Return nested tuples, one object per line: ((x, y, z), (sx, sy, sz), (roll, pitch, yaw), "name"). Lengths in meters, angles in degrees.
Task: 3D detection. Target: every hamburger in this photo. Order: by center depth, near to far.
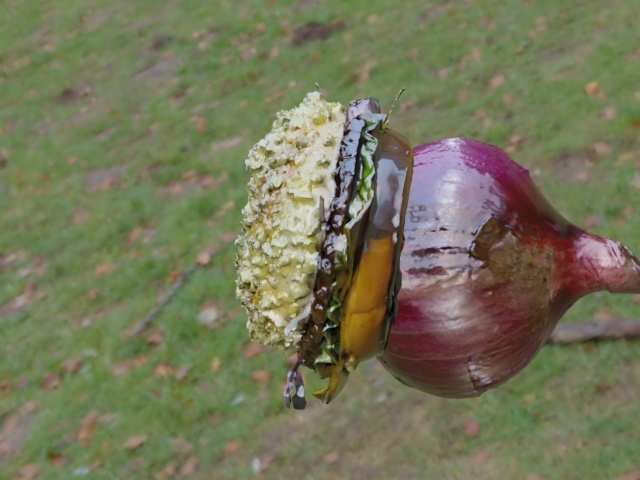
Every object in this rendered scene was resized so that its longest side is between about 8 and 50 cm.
((0.000, 0.000, 1.031), (0.138, 0.243, 0.262), (8, 38, 2), "hamburger")

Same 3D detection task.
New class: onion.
((0.229, 0.035, 1.607), (0.385, 0.348, 0.348), (0, 32, 15), "onion")
